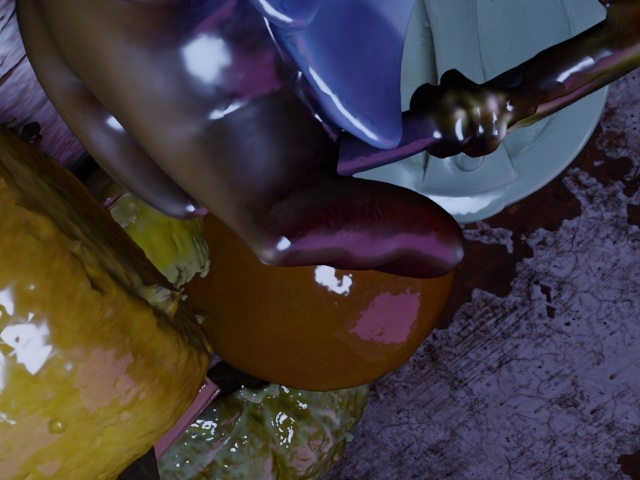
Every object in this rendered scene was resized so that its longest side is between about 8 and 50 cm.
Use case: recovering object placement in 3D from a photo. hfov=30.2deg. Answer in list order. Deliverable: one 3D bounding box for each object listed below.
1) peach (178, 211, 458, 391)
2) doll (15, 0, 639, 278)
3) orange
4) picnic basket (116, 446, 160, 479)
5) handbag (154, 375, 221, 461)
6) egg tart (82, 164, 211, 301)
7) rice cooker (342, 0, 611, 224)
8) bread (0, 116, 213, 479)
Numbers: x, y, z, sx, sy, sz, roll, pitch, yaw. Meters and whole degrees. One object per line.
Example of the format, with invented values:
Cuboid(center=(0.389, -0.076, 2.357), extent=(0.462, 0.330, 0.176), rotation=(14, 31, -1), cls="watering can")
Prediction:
Cuboid(center=(0.000, -0.011, 1.312), extent=(0.302, 0.342, 0.343), rotation=(-67, 170, 27), cls="peach")
Cuboid(center=(0.041, -0.124, 0.475), extent=(0.340, 0.209, 0.318), rotation=(-40, 165, -27), cls="doll")
Cuboid(center=(-0.103, 0.247, 1.543), extent=(0.368, 0.210, 0.271), rotation=(-20, -169, -24), cls="orange")
Cuboid(center=(-0.320, 0.276, 1.158), extent=(0.321, 0.291, 0.254), rotation=(14, 138, -39), cls="picnic basket")
Cuboid(center=(-0.232, 0.149, 1.383), extent=(0.157, 0.212, 0.059), rotation=(-47, 152, 3), cls="handbag")
Cuboid(center=(-0.184, 0.041, 0.944), extent=(0.315, 0.120, 0.315), rotation=(-47, -179, 1), cls="egg tart")
Cuboid(center=(0.104, -0.155, 1.042), extent=(0.288, 0.288, 0.277), rotation=(-46, 179, -2), cls="rice cooker")
Cuboid(center=(-0.160, 0.062, 0.631), extent=(0.194, 0.179, 0.340), rotation=(-47, -179, -3), cls="bread")
